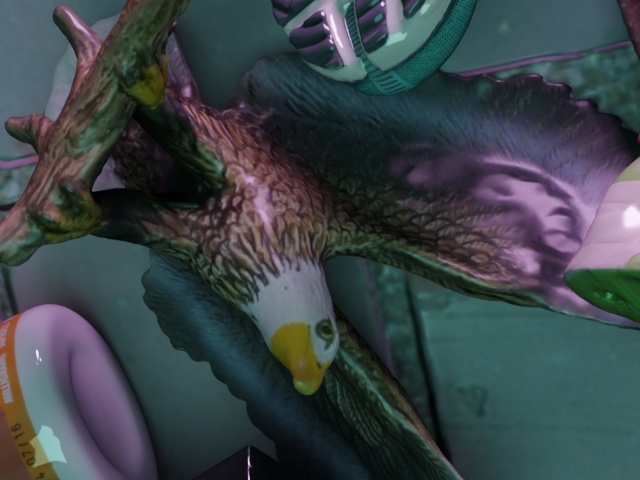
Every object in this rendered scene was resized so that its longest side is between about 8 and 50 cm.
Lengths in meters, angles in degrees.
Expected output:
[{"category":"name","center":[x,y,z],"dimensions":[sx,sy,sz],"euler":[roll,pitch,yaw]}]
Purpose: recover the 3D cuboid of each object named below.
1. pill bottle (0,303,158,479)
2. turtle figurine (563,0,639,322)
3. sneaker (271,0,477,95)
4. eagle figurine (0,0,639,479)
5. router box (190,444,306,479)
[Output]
[{"category":"pill bottle","center":[-0.201,0.126,0.848],"dimensions":[0.216,0.121,0.121],"euler":[-25,97,10]},{"category":"turtle figurine","center":[0.228,-0.067,0.700],"dimensions":[0.275,0.198,0.266],"euler":[21,75,9]},{"category":"sneaker","center":[0.051,-0.146,0.699],"dimensions":[0.107,0.275,0.110],"euler":[-29,120,29]},{"category":"eagle figurine","center":[0.000,0.009,0.796],"dimensions":[0.298,0.225,0.226],"euler":[26,149,-29]},{"category":"router box","center":[-0.114,0.266,0.756],"dimensions":[0.309,0.243,0.081],"euler":[-33,128,27]}]
